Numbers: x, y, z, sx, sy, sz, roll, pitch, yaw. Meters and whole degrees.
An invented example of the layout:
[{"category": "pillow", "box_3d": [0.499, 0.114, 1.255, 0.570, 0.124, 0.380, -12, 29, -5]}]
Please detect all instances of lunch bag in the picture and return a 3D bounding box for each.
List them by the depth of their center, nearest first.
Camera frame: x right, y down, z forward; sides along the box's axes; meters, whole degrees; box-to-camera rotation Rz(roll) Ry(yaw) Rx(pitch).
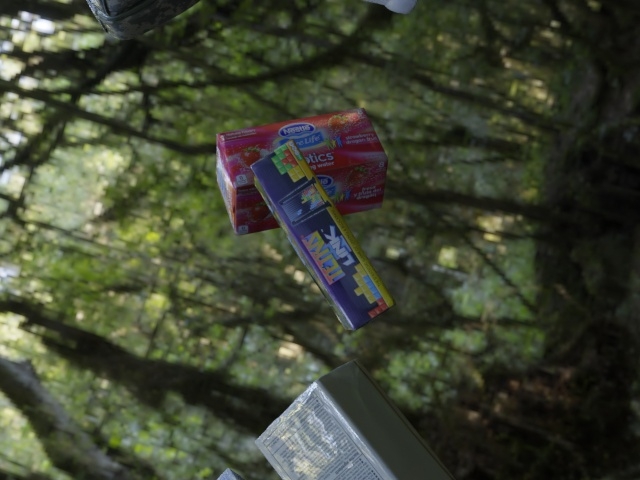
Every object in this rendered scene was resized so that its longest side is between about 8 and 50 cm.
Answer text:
[{"category": "lunch bag", "box_3d": [-0.347, -0.527, 2.049, 0.213, 0.305, 0.256, -29, -18, -2]}]

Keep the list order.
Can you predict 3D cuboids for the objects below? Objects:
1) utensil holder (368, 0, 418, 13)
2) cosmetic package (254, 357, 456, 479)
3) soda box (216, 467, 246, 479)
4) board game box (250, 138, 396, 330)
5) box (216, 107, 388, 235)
[{"category": "utensil holder", "box_3d": [-0.018, -0.537, 1.798, 0.327, 0.386, 0.327, -169, 90, -83]}, {"category": "cosmetic package", "box_3d": [0.074, 0.333, 1.630, 0.160, 0.309, 0.113, -47, -15, 32]}, {"category": "soda box", "box_3d": [-0.056, 0.341, 1.248, 0.091, 0.098, 0.286, -50, 20, -5]}, {"category": "board game box", "box_3d": [0.000, 0.000, 1.099, 0.048, 0.170, 0.141, -32, -3, -2]}, {"category": "box", "box_3d": [-0.032, -0.113, 1.961, 0.122, 0.257, 0.128, 94, 160, -49]}]
